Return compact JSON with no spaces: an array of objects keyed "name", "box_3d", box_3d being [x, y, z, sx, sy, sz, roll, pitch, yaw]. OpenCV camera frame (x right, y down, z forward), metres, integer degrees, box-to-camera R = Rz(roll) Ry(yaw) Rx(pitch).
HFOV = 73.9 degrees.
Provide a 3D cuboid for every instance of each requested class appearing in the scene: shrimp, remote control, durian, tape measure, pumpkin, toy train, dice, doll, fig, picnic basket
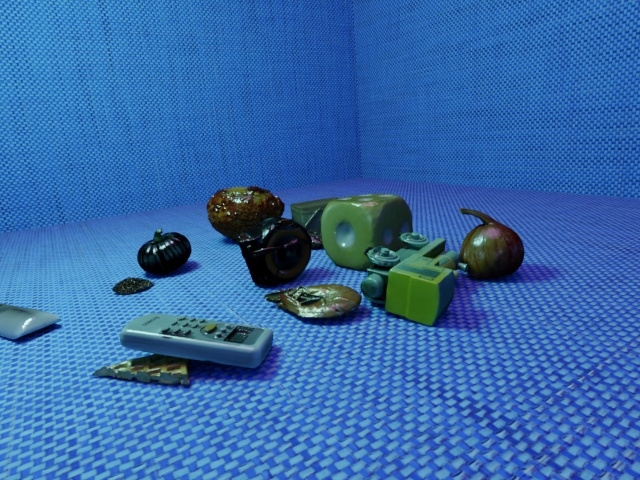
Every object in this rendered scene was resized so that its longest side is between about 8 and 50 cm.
[{"name":"shrimp","box_3d":[-0.028,0.157,1.087,0.268,0.061,0.145,4,26,22]},{"name":"remote control","box_3d":[-0.841,0.204,1.151,0.313,0.054,0.109,3,16,29]},{"name":"durian","box_3d":[-0.591,0.149,1.354,0.131,0.052,0.066,-10,-23,-31]},{"name":"tape measure","box_3d":[-0.132,0.032,1.313,0.223,0.202,0.135,-29,26,-25]},{"name":"pumpkin","box_3d":[-0.559,0.046,1.525,0.194,0.150,0.194,-31,-4,-2]},{"name":"toy train","box_3d":[0.266,0.081,1.134,0.237,0.150,0.369,15,23,32]},{"name":"dice","box_3d":[0.159,-0.038,1.450,0.238,0.226,0.233,7,17,43]},{"name":"remote control","box_3d":[-0.254,0.201,0.885,0.297,0.056,0.140,7,6,7]},{"name":"doll","box_3d":[0.000,0.000,1.696,0.165,0.057,0.139,11,18,34]},{"name":"fig","box_3d":[0.493,0.002,1.227,0.175,0.206,0.175,-5,4,0]},{"name":"picnic basket","box_3d":[-0.002,-0.106,1.930,0.267,0.139,0.165,-11,16,-22]}]

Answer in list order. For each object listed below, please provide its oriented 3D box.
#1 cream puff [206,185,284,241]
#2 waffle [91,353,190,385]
[{"name":"cream puff","box_3d":[-0.331,-0.110,1.869,0.351,0.228,0.350,-2,-10,0]},{"name":"waffle","box_3d":[-0.354,0.265,0.827,0.191,0.032,0.125,-11,18,-15]}]
